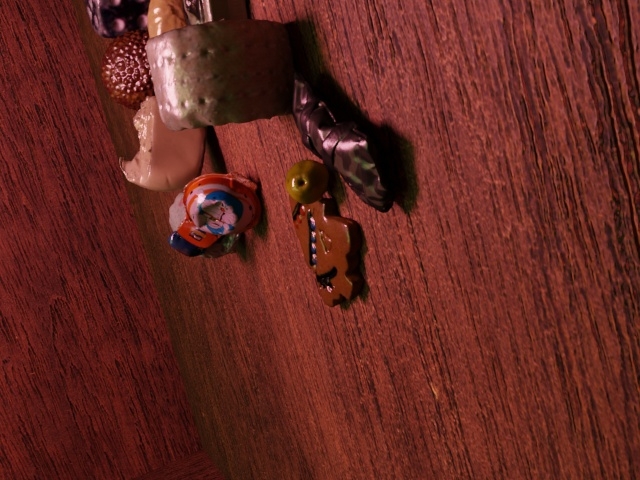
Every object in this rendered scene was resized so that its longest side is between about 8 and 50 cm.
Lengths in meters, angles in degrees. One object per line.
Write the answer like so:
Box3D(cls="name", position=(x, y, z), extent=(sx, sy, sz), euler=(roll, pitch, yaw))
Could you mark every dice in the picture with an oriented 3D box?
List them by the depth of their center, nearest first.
Box3D(cls="dice", position=(-0.610, -0.727, 2.233), extent=(0.181, 0.182, 0.183), euler=(51, 148, 43))

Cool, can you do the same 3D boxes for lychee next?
Box3D(cls="lychee", position=(-0.516, -0.501, 2.143), extent=(0.271, 0.236, 0.235), euler=(-15, 93, 43))

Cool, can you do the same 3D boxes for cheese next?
Box3D(cls="cheese", position=(-0.283, -0.067, 1.940), extent=(0.329, 0.217, 0.129), euler=(-42, 27, 35))
Box3D(cls="cheese", position=(-0.432, -0.267, 2.060), extent=(0.127, 0.233, 0.265), euler=(158, 117, -63))

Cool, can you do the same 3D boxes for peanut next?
Box3D(cls="peanut", position=(-0.381, -0.504, 1.935), extent=(0.147, 0.148, 0.318), euler=(47, 145, 46))

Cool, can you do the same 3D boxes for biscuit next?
Box3D(cls="biscuit", position=(-0.001, 0.000, 1.564), extent=(0.301, 0.043, 0.278), euler=(56, 153, 33))

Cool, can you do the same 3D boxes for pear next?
Box3D(cls="pear", position=(-0.026, -0.118, 1.470), extent=(0.097, 0.092, 0.092), euler=(22, -134, -77))

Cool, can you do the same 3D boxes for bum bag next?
Box3D(cls="bum bag", position=(0.026, -0.180, 1.297), extent=(0.340, 0.095, 0.144), euler=(52, 166, 42))

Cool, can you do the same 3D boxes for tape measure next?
Box3D(cls="tape measure", position=(-0.245, -0.511, 1.644), extent=(0.207, 0.115, 0.235), euler=(38, 141, 50))

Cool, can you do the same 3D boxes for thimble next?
Box3D(cls="thimble", position=(-0.188, -0.328, 1.457), extent=(0.291, 0.292, 0.195), euler=(18, 120, 63))
Box3D(cls="thimble", position=(-0.327, -0.050, 2.124), extent=(0.211, 0.185, 0.149), euler=(53, 176, -41))
